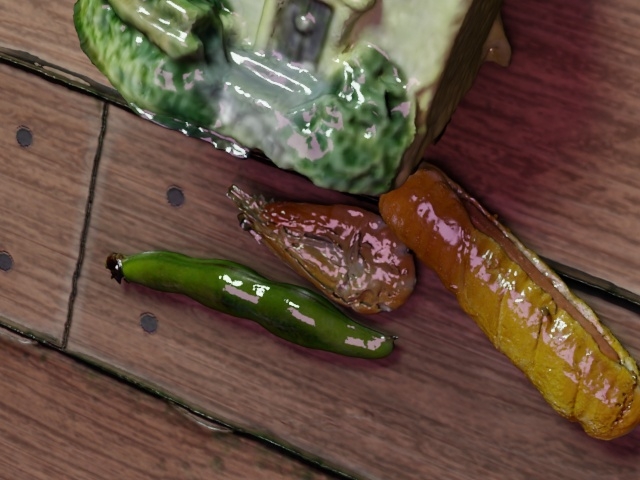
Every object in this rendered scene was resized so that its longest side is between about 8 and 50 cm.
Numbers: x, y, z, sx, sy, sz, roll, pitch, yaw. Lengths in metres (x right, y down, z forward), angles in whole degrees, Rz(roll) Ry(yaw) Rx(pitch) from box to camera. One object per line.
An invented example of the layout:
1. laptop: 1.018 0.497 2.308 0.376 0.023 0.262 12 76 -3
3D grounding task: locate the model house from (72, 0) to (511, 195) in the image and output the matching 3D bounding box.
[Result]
1. model house: -0.002 -0.228 0.900 0.321 0.261 0.266 28 133 6

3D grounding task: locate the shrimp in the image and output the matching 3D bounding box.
1. shrimp: 0.000 0.000 1.128 0.184 0.043 0.091 25 115 9

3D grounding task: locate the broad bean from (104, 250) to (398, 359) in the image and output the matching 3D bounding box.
1. broad bean: -0.070 0.049 1.170 0.297 0.043 0.060 18 137 18

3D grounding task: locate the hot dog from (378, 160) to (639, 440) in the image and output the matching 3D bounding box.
1. hot dog: 0.156 0.051 1.066 0.286 0.061 0.088 43 129 7
